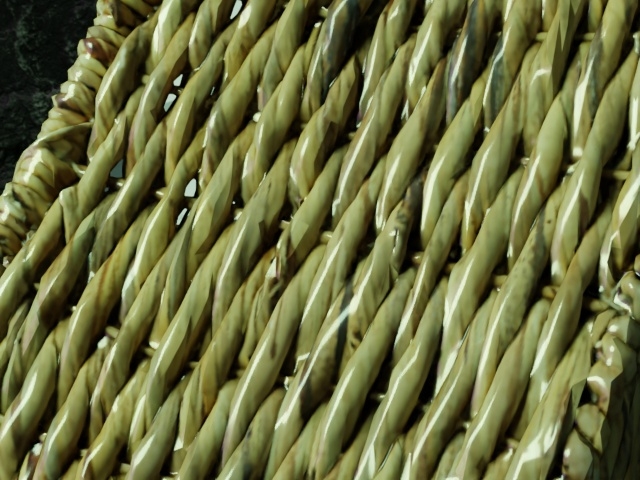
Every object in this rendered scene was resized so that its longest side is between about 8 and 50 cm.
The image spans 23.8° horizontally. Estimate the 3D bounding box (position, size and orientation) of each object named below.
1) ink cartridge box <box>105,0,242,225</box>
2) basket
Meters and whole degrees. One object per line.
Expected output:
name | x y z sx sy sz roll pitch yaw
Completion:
ink cartridge box | 0.000 0.000 0.768 0.285 0.166 0.395 4 68 53
basket | 0.025 0.036 0.539 0.299 0.223 0.213 -67 -26 -17
